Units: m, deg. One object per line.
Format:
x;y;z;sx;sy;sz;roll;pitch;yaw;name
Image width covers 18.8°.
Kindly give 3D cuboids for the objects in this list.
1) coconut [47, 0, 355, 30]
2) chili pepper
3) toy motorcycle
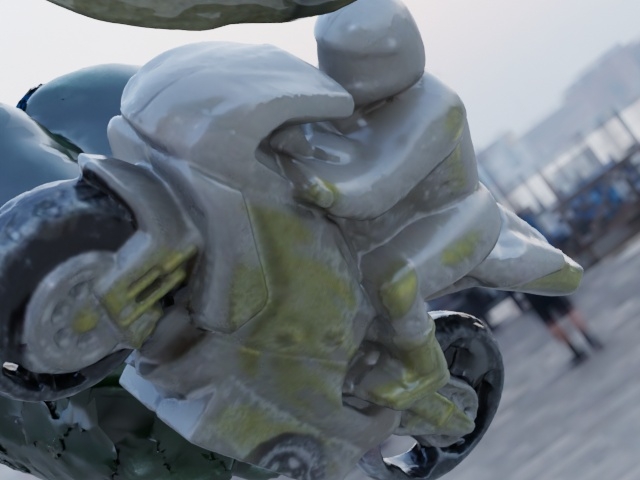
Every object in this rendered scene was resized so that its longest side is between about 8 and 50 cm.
-0.045;-0.177;0.617;0.224;0.224;0.224;-36;-2;-1;coconut
-0.116;0.029;1.108;0.248;0.257;0.233;-32;-48;-36;chili pepper
0.000;0.000;0.870;0.341;0.108;0.223;24;-84;-47;toy motorcycle
